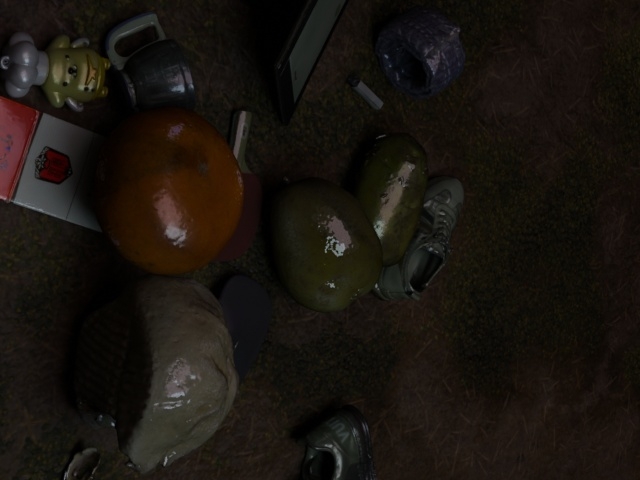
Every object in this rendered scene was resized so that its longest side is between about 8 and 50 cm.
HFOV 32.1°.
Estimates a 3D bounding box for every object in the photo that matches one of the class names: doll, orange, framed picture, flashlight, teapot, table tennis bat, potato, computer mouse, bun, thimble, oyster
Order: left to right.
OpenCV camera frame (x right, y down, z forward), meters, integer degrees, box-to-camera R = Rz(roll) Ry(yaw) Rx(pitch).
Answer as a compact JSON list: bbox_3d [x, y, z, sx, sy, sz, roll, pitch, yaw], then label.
[{"bbox_3d":[-0.369,-0.235,1.537,0.162,0.062,0.106,3,92,-40],"label":"doll"},{"bbox_3d":[-0.346,0.358,1.669,0.083,0.081,0.038,-41,155,11],"label":"oyster"},{"bbox_3d":[-0.249,-0.245,1.611,0.108,0.111,0.149,-21,117,-21],"label":"teapot"},{"bbox_3d":[-0.219,-0.068,1.572,0.240,0.171,0.240,17,68,-50],"label":"orange"},{"bbox_3d":[-0.223,0.179,1.608,0.204,0.281,0.282,8,93,-42],"label":"bun"},{"bbox_3d":[-0.155,0.167,1.800,0.120,0.057,0.232,40,72,-37],"label":"computer mouse"},{"bbox_3d":[-0.145,-0.087,1.788,0.138,0.022,0.247,8,95,-42],"label":"table tennis bat"},{"bbox_3d":[0.000,0.000,1.835,0.174,0.159,0.251,-33,111,-20],"label":"potato"},{"bbox_3d":[0.010,-0.369,1.749,0.265,0.016,0.347,86,29,-78],"label":"framed picture"},{"bbox_3d":[0.078,-0.259,1.942,0.083,0.018,0.018,39,75,-38],"label":"flashlight"},{"bbox_3d":[0.116,-0.069,1.954,0.149,0.113,0.251,5,103,-47],"label":"potato"},{"bbox_3d":[0.173,-0.328,1.928,0.098,0.150,0.150,-38,121,-26],"label":"thimble"}]

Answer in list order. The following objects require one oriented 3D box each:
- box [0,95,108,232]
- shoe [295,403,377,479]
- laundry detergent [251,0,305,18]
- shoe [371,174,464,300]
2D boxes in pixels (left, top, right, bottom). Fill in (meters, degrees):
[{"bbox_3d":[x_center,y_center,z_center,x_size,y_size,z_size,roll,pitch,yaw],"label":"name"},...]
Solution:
[{"bbox_3d":[-0.377,-0.103,1.574,0.245,0.035,0.139,23,84,-41],"label":"box"},{"bbox_3d":[0.023,0.448,1.980,0.149,0.109,0.293,-17,106,-33],"label":"shoe"},{"bbox_3d":[-0.022,-0.497,1.744,0.143,0.094,0.290,26,75,2],"label":"laundry detergent"},{"bbox_3d":[0.196,-0.002,2.043,0.103,0.098,0.275,44,69,-41],"label":"shoe"}]
